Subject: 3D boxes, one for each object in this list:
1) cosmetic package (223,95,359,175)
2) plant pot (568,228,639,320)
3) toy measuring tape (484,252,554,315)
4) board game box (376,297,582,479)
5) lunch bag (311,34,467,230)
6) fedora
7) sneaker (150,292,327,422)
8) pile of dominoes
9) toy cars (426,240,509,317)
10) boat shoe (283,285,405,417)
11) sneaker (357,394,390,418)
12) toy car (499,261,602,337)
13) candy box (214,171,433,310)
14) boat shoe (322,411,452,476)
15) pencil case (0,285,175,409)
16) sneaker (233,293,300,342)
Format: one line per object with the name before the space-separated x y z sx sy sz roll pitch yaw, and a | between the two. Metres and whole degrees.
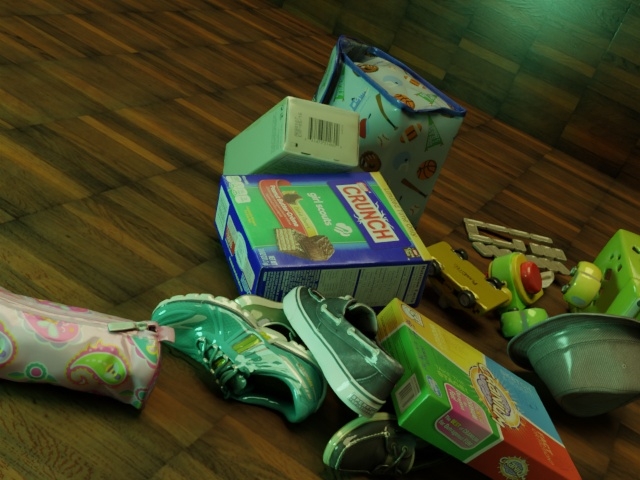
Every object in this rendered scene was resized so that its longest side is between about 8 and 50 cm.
cosmetic package | -0.065 -0.170 1.699 0.160 0.113 0.309 10 -14 -27
plant pot | 0.677 0.150 1.794 0.228 0.227 0.207 23 31 -3
toy measuring tape | 0.430 0.072 1.843 0.121 0.121 0.330 33 26 20
board game box | 0.229 0.244 1.283 0.316 0.064 0.242 33 20 -23
lunch bag | 0.091 -0.248 1.953 0.239 0.328 0.385 3 33 -35
fedora | 0.472 0.230 1.502 0.275 0.243 0.124 17 53 -34
sneaker | -0.119 0.164 1.212 0.275 0.107 0.110 25 33 4
pile of dominoes | 0.474 0.028 2.100 0.251 0.040 0.196 13 26 -3
toy cars | 0.171 0.062 1.687 0.393 0.087 0.176 17 36 -3
boat shoe | 0.035 0.129 1.235 0.108 0.102 0.301 37 7 -27
sneaker | 0.063 0.215 1.306 0.097 0.084 0.235 16 17 7
toy car | 0.468 0.158 1.687 0.225 0.239 0.053 -4 -14 -6
candy box | 0.000 0.000 1.521 0.317 0.122 0.268 -2 39 -23
boat shoe | 0.102 0.285 1.179 0.223 0.080 0.073 4 26 -45
pencil case | -0.333 0.126 1.075 0.284 0.124 0.124 15 26 -15
sneaker | -0.051 0.141 1.368 0.192 0.064 0.086 10 41 -35
